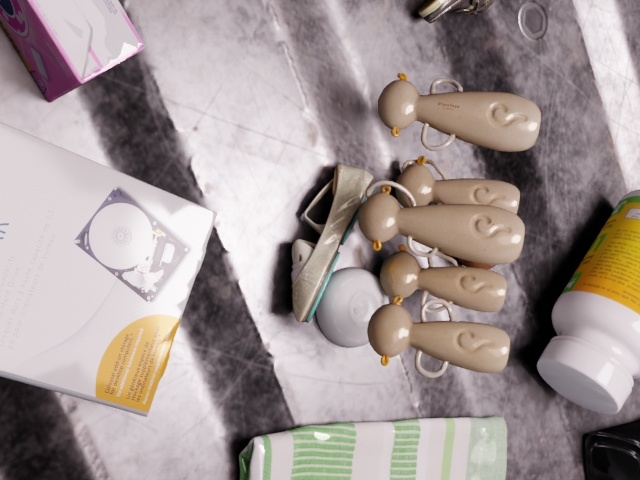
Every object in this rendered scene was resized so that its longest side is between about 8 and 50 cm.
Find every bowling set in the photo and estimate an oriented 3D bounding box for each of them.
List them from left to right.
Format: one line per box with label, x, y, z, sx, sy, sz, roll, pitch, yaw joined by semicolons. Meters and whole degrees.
bowling set;0.115;0.001;0.866;0.154;0.200;0.287;10;75;6

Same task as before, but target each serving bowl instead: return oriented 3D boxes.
serving bowl;0.038;0.069;0.875;0.083;0.027;0.083;0;91;-29

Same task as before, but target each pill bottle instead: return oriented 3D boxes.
pill bottle;0.353;0.071;0.995;0.136;0.136;0.245;46;69;-22

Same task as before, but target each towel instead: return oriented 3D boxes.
towel;0.060;0.309;0.886;0.325;0.038;0.247;5;87;-30

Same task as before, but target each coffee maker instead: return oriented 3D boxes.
coffee maker;0.417;0.254;1.061;0.178;0.120;0.171;-7;71;-31

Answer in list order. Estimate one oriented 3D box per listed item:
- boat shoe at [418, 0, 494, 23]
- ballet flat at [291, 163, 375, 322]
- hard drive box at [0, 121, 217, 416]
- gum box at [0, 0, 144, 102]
boat shoe;0.169;-0.270;0.931;0.152;0.056;0.049;-39;104;-24
ballet flat;0.000;0.000;0.847;0.052;0.057;0.168;26;72;1
hard drive box;-0.225;0.020;0.687;0.232;0.089;0.181;22;79;-28
gum box;-0.227;-0.210;0.672;0.062;0.107;0.188;-37;108;-25
